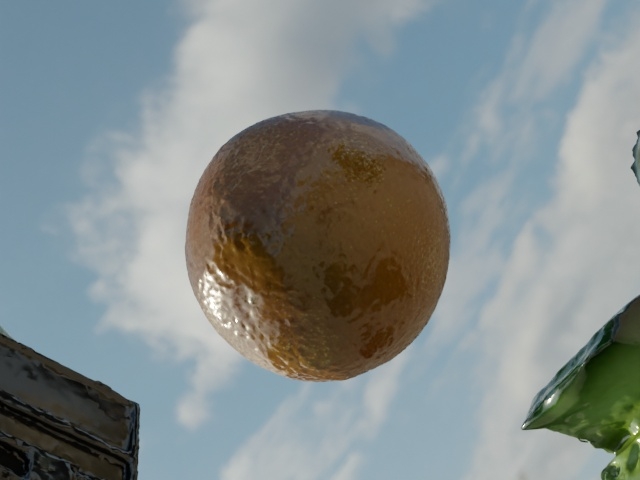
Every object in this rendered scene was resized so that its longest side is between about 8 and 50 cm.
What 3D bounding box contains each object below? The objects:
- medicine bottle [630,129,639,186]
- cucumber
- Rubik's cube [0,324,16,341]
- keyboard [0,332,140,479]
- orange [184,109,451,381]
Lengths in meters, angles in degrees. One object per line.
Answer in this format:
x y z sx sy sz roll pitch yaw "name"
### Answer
0.123 -0.077 0.281 0.074 0.074 0.218 -44 -22 -27 "medicine bottle"
0.236 0.131 0.808 0.191 0.191 0.130 -38 -17 -37 "cucumber"
-0.398 0.132 0.751 0.322 0.319 0.316 55 -145 -35 "Rubik's cube"
-0.173 0.035 0.495 0.017 0.250 0.087 -50 25 22 "keyboard"
0.000 0.000 0.961 0.206 0.206 0.206 -44 -26 -28 "orange"
